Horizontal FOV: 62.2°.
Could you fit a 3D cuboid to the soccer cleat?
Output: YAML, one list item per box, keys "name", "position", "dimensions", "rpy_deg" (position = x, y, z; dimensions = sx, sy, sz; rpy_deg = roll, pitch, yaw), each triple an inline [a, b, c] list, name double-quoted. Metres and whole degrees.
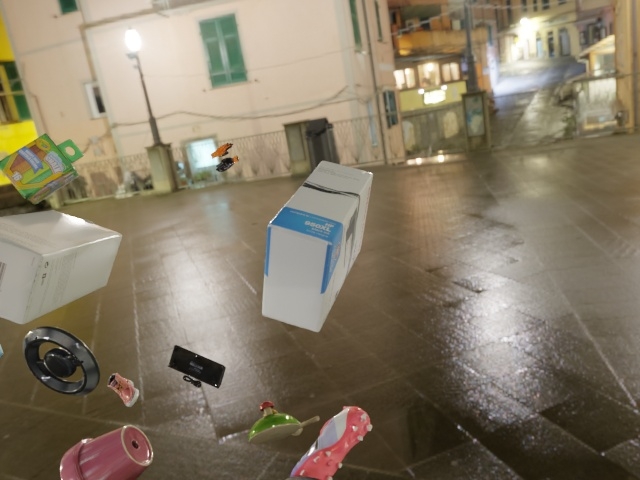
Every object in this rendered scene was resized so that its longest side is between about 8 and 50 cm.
- name: "soccer cleat"
  position: [0.016, 0.481, 1.235]
  dimensions: [0.248, 0.083, 0.095]
  rpy_deg: [-37, 20, -30]

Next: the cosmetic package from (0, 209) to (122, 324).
- name: "cosmetic package"
  position: [-0.621, 0.041, 1.181]
  dimensions: [0.197, 0.155, 0.365]
  rpy_deg: [19, 7, 1]

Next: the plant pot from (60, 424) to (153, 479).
- name: "plant pot"
  position: [-0.579, 0.619, 1.477]
  dimensions: [0.180, 0.201, 0.201]
  rpy_deg: [-35, 14, 3]

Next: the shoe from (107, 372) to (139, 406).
- name: "shoe"
  position: [-0.690, 0.517, 1.845]
  dimensions: [0.063, 0.081, 0.178]
  rpy_deg: [-57, 27, -10]

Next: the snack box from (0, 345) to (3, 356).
- name: "snack box"
  position: [-1.036, 0.396, 1.427]
  dimensions: [0.060, 0.322, 0.187]
  rpy_deg: [40, 5, 39]

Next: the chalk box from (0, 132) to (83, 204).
- name: "chalk box"
  position: [-0.836, -0.229, 1.622]
  dimensions: [0.213, 0.132, 0.132]
  rpy_deg: [-40, 7, -16]

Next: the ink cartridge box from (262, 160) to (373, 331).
- name: "ink cartridge box"
  position: [0.000, 0.000, 1.422]
  dimensions: [0.166, 0.285, 0.395]
  rpy_deg: [16, 35, 12]

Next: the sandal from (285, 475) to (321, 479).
- name: "sandal"
  position: [-0.040, 0.525, 1.004]
  dimensions: [0.097, 0.054, 0.254]
  rpy_deg: [11, 6, 4]

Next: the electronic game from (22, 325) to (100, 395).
- name: "electronic game"
  position: [-0.697, 0.327, 1.426]
  dimensions: [0.229, 0.229, 0.048]
  rpy_deg: [-5, 26, 18]

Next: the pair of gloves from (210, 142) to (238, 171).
- name: "pair of gloves"
  position: [-0.271, -0.236, 1.507]
  dimensions: [0.074, 0.083, 0.010]
  rpy_deg: [-29, -27, 11]

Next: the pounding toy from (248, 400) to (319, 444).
- name: "pounding toy"
  position: [-0.151, 0.630, 1.880]
  dimensions: [0.237, 0.110, 0.183]
  rpy_deg: [3, -38, -33]

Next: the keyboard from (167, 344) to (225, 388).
- name: "keyboard"
  position: [-0.389, 0.403, 1.659]
  dimensions: [0.180, 0.108, 0.023]
  rpy_deg: [21, 12, 10]
